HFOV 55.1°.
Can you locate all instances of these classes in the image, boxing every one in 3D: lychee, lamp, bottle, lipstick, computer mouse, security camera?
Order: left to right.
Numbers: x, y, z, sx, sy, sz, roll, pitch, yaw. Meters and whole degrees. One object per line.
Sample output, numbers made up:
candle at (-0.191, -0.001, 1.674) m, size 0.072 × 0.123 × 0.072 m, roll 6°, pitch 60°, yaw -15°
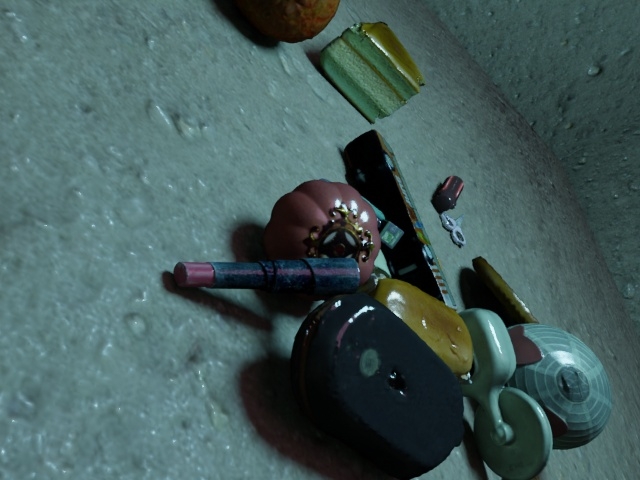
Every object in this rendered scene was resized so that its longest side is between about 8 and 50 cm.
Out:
lipstick at (-0.067, 0.042, 0.776) m, size 0.234 × 0.053 × 0.053 m, roll 4°, pitch 54°, yaw -22°
lychee at (-0.067, -0.526, 1.214) m, size 0.255 × 0.255 × 0.300 m, roll 46°, pitch -1°, yaw -18°
lamp at (0.000, 0.000, 0.900) m, size 0.182 × 0.140 × 0.182 m, roll -4°, pitch 99°, yaw -27°
computer mouse at (0.074, 0.194, 0.825) m, size 0.323 × 0.116 × 0.183 m, roll 45°, pitch 64°, yaw -31°
bottle at (0.338, -0.121, 1.608) m, size 0.060 × 0.060 × 0.164 m, roll 54°, pitch 30°, yaw -6°
security camera at (0.294, 0.269, 1.077) m, size 0.080 × 0.157 × 0.302 m, roll 7°, pitch 55°, yaw -37°
lamp at (0.433, 0.277, 1.187) m, size 0.265 × 0.233 × 0.233 m, roll 58°, pitch 29°, yaw 12°

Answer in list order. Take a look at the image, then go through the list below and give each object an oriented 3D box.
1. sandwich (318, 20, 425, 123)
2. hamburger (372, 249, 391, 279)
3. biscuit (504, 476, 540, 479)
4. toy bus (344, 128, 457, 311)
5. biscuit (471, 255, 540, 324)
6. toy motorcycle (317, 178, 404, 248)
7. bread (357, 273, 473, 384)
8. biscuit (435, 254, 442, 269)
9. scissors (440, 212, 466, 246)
sandwich at (0.129, -0.395, 1.463) m, size 0.198 × 0.155 × 0.227 m, roll 57°, pitch 30°, yaw 1°
hamburger at (0.078, 0.029, 1.088) m, size 0.121 × 0.054 × 0.084 m, roll 25°, pitch 38°, yaw -47°
biscuit at (0.382, 0.455, 1.157) m, size 0.144 × 0.016 × 0.203 m, roll 33°, pitch 36°, yaw -34°
toy bus at (0.151, -0.031, 1.212) m, size 0.092 × 0.093 × 0.409 m, roll 23°, pitch 44°, yaw -56°
biscuit at (0.460, 0.166, 1.435) m, size 0.318 × 0.040 × 0.318 m, roll 51°, pitch 8°, yaw -10°
toy motorcycle at (0.064, -0.056, 1.116) m, size 0.173 × 0.058 × 0.100 m, roll 35°, pitch 1°, yaw -22°
bread at (0.150, 0.153, 1.008) m, size 0.241 × 0.107 × 0.136 m, roll 28°, pitch 42°, yaw -34°
biscuit at (0.211, 0.034, 1.305) m, size 0.140 × 0.023 × 0.118 m, roll 27°, pitch 41°, yaw -40°
scissors at (0.361, -0.044, 1.611) m, size 0.100 × 0.015 × 0.189 m, roll 54°, pitch 29°, yaw 0°
